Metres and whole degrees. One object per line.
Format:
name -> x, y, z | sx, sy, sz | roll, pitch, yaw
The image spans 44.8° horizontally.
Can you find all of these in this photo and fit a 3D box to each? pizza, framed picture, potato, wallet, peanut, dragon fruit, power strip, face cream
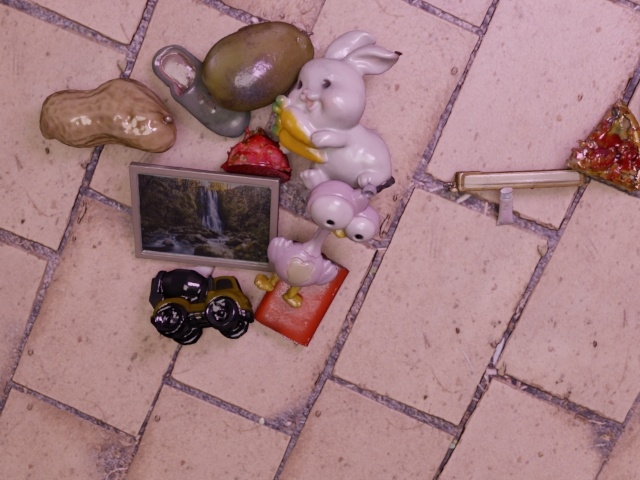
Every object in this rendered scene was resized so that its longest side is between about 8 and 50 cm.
pizza -> 0.598, -0.173, 1.594 | 0.193, 0.053, 0.200 | -26, 100, -18
framed picture -> -0.250, -0.046, 1.683 | 0.325, 0.020, 0.240 | 8, 122, 2
potato -> -0.119, -0.360, 1.578 | 0.251, 0.159, 0.174 | -35, 74, -12
wallet -> -0.044, 0.119, 1.729 | 0.142, 0.045, 0.204 | 28, 100, 0
peanut -> -0.442, -0.266, 1.641 | 0.292, 0.143, 0.159 | 5, 67, 8
dragon fruit -> -0.123, -0.188, 1.636 | 0.153, 0.153, 0.110 | 6, 83, 3
power strip -> 0.412, -0.129, 1.642 | 0.306, 0.064, 0.044 | -3, 98, 4
face cream -> 0.394, -0.069, 1.649 | 0.038, 0.020, 0.115 | -9, 142, 3

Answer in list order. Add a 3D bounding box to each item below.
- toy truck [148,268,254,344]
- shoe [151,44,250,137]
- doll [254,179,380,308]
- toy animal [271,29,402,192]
toy truck -> -0.262, 0.135, 1.708 | 0.225, 0.147, 0.165 | -8, 72, 6
shoe -> -0.257, -0.316, 1.635 | 0.251, 0.100, 0.103 | 40, 99, -2
doll -> 0.000, -0.001, 1.582 | 0.160, 0.094, 0.365 | 30, 132, -15
toy animal -> 0.044, -0.248, 1.559 | 0.247, 0.183, 0.309 | -23, 109, -24
